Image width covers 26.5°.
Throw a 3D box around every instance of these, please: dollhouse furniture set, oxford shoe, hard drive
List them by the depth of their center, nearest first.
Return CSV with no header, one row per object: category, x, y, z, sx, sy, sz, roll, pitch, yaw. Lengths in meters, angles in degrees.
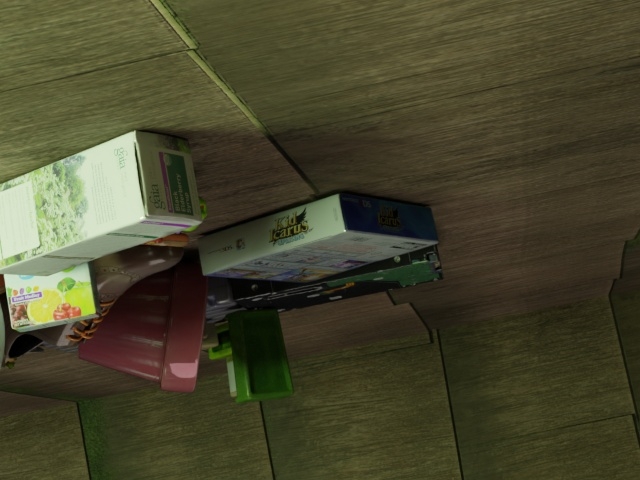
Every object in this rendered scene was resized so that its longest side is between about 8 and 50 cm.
oxford shoe,-0.309,0.071,1.835,0.363,0.133,0.130,-19,166,38
hard drive,0.033,0.055,2.280,0.339,0.064,0.237,-11,170,6
dollhouse furniture set,-0.230,0.212,2.285,0.301,0.151,0.197,-1,166,-38

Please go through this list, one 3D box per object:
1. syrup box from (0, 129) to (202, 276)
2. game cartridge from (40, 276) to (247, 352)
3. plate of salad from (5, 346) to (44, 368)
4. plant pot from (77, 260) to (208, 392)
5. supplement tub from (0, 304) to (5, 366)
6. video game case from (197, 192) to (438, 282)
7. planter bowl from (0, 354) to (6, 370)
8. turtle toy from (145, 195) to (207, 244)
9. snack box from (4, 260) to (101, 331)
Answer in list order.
syrup box,-0.247,-0.035,1.448,0.237,0.093,0.096,-17,167,31
game cartridge,-0.304,0.127,2.349,0.355,0.068,0.230,-12,173,7
plate of salad,-0.566,0.183,2.285,0.200,0.048,0.200,6,180,0
plant pot,-0.268,0.124,2.051,0.180,0.201,0.201,6,167,-8
supplement tub,-0.560,0.127,1.598,0.331,0.241,0.241,-18,167,36
video game case,0.000,0.000,1.963,0.244,0.061,0.269,-18,167,30
planter bowl,-0.546,0.156,2.117,0.162,0.109,0.162,-11,170,-2
turtle toy,-0.189,-0.033,1.590,0.130,0.066,0.095,-17,168,31
snack box,-0.315,0.027,1.576,0.100,0.141,0.037,-11,170,0
